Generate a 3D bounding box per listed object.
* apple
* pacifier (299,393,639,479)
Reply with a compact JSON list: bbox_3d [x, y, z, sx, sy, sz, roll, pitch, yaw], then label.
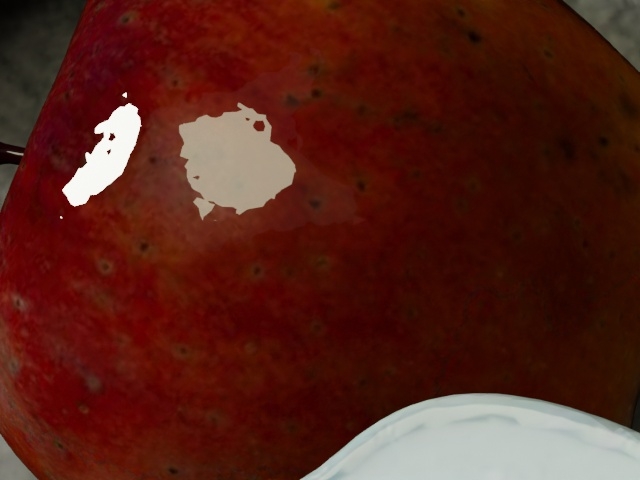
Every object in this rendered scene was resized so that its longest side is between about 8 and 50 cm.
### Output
[{"bbox_3d":[-0.001,0.002,0.559,0.234,0.234,0.234,-4,64,8],"label":"apple"},{"bbox_3d":[0.000,0.177,0.459,0.299,0.233,0.244,-14,77,5],"label":"pacifier"}]
